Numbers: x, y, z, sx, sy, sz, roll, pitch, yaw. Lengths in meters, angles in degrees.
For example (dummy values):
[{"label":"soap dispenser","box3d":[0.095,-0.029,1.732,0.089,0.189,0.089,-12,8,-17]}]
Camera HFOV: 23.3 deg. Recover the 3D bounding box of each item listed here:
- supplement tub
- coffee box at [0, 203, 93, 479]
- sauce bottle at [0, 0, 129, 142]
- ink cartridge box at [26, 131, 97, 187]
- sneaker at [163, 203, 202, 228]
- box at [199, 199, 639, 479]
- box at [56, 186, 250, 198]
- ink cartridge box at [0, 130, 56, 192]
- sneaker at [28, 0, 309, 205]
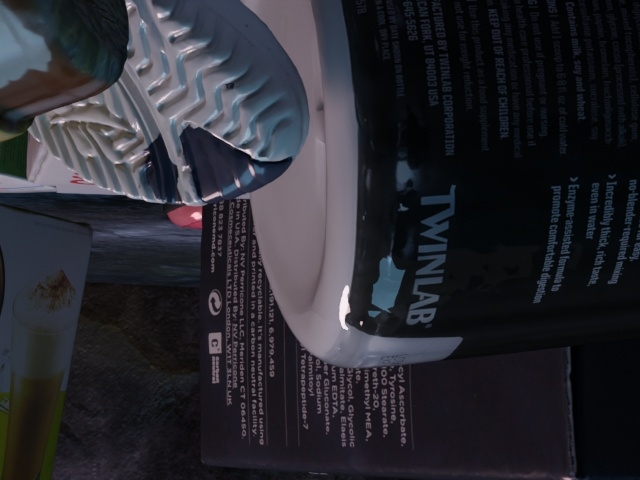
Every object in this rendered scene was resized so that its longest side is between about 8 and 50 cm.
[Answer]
[{"label":"supplement tub","box3d":[0.137,-0.059,0.611,0.316,0.194,0.193,-5,175,-14]},{"label":"coffee box","box3d":[-0.452,0.103,1.443,0.338,0.334,0.337,9,177,15]},{"label":"sauce bottle","box3d":[-0.227,-0.033,0.447,0.344,0.111,0.111,-21,170,10]},{"label":"ink cartridge box","box3d":[-0.002,-0.089,0.786,0.278,0.117,0.201,2,174,-14]},{"label":"sneaker","box3d":[0.001,0.000,1.535,0.313,0.136,0.116,3,172,-19]},{"label":"box","box3d":[0.219,0.052,1.300,0.479,0.297,0.471,5,171,-34]},{"label":"box","box3d":[-0.098,-0.084,0.972,0.145,0.038,0.186,2,154,-5]},{"label":"ink cartridge box","box3d":[-0.296,-0.079,1.179,0.109,0.062,0.209,-1,173,26]},{"label":"sneaker","box3d":[-0.064,-0.101,0.577,0.235,0.094,0.153,22,-144,35]}]
